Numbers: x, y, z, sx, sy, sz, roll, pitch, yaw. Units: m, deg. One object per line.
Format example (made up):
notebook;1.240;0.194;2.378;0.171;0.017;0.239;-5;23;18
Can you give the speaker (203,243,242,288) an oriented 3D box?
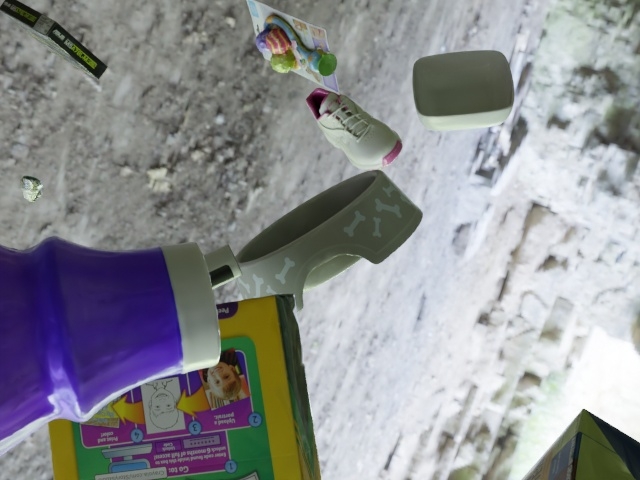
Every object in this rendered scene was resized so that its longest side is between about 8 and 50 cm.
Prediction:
speaker;-0.191;0.057;1.349;0.136;0.055;0.055;-25;150;-8

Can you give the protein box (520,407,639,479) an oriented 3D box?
protein box;0.304;0.332;0.946;0.201;0.199;0.136;-61;174;32

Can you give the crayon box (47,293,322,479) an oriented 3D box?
crayon box;-0.196;0.257;1.247;0.106;0.362;0.313;12;69;-77

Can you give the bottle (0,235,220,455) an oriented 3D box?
bottle;-0.192;0.055;0.421;0.092;0.282;0.118;113;-35;-62

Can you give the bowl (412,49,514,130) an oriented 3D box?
bowl;0.206;-0.210;1.277;0.053;0.142;0.142;76;12;-48

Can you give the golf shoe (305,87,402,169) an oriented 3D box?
golf shoe;0.064;-0.250;1.956;0.115;0.306;0.140;-49;127;-3

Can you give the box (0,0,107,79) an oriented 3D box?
box;-0.591;-0.449;1.963;0.045;0.190;0.184;-57;148;-3

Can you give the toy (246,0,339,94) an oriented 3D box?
toy;-0.066;-0.351;1.629;0.056;0.237;0.137;-38;136;-24

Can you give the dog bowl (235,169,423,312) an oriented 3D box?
dog bowl;0.000;0.000;1.516;0.102;0.348;0.349;58;34;-10

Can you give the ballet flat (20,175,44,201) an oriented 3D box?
ballet flat;-0.521;-0.090;1.600;0.114;0.041;0.041;162;-50;-77
